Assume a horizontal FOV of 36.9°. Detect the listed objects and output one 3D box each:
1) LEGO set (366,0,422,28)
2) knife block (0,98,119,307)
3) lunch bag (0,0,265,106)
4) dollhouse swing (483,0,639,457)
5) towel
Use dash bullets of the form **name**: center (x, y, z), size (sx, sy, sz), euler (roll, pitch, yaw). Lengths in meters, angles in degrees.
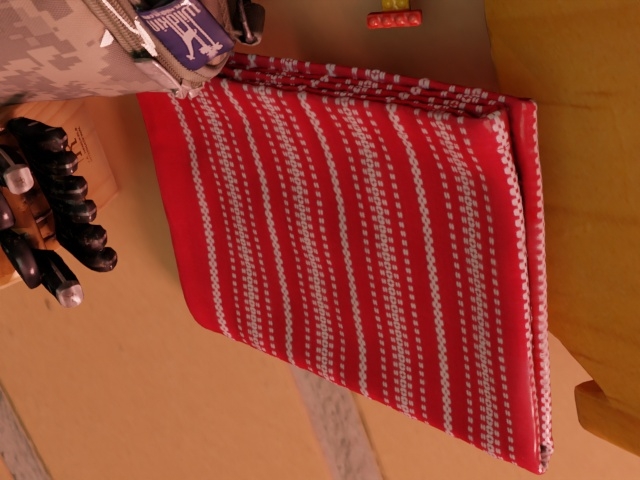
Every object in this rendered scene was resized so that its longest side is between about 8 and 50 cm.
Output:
- **LEGO set**: center (0.089, -0.162, 0.456), size (0.182, 0.060, 0.244), euler (39, 120, -2)
- **knife block**: center (-0.235, -0.008, 0.540), size (0.275, 0.242, 0.088), euler (-7, 113, 22)
- **lunch bag**: center (-0.198, -0.181, 0.466), size (0.305, 0.213, 0.256), euler (-3, 132, 21)
- **dollhouse swing**: center (0.295, -0.084, 0.409), size (0.315, 0.305, 0.347), euler (20, 132, 53)
- **towel**: center (0.000, 0.000, 0.520), size (0.275, 0.031, 0.199), euler (17, 126, 43)
